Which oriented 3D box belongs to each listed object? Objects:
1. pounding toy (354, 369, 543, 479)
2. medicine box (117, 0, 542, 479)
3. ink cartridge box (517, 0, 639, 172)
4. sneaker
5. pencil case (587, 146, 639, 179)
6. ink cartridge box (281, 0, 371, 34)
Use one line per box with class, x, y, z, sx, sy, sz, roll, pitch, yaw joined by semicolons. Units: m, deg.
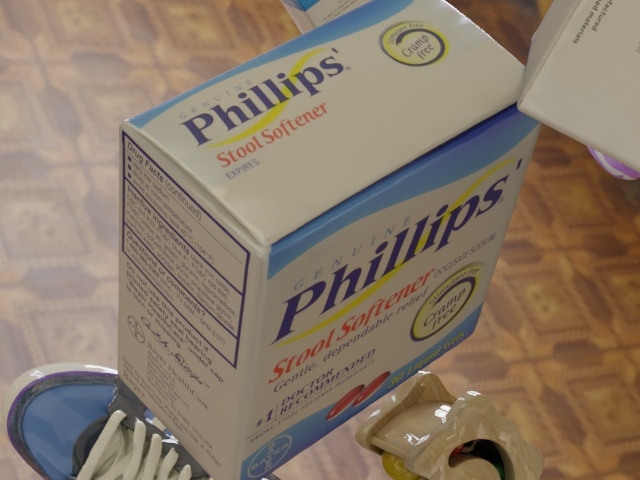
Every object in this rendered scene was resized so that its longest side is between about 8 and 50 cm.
pounding toy;0.108;0.232;1.386;0.155;0.154;0.269;20;-19;43
medicine box;0.000;0.000;1.038;0.263;0.289;0.149;-31;61;-30
ink cartridge box;0.270;-0.123;0.912;0.233;0.168;0.171;27;24;-1
sneaker;-0.130;0.232;1.297;0.323;0.130;0.236;32;0;-21
pencil case;0.300;-0.110;1.106;0.088;0.206;0.086;22;60;-32
ink cartridge box;0.050;-0.277;1.700;0.203;0.148;0.086;56;-9;-28
